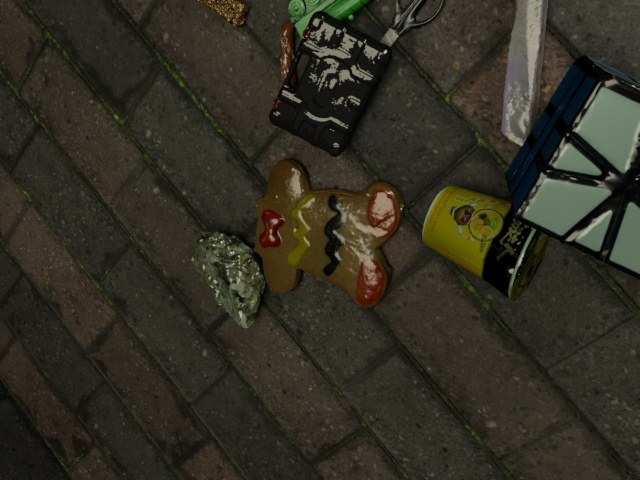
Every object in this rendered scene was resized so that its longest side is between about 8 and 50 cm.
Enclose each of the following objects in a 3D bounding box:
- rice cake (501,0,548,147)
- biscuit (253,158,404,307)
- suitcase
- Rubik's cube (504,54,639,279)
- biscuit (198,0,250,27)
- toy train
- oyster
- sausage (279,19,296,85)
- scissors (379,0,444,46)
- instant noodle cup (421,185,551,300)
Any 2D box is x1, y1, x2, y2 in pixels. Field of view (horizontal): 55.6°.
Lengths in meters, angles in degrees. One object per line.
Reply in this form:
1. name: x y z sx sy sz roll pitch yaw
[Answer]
1. rice cake: 0.419 -0.392 1.238 0.070 0.064 0.399 10 108 32
2. biscuit: 0.000 0.000 1.554 0.394 0.076 0.368 17 110 22
3. suitcase: 0.019 -0.358 1.410 0.206 0.066 0.286 27 120 -1
4. Rubik's cube: 0.533 -0.138 1.098 0.293 0.283 0.288 27 115 -1
5. biscuit: -0.267 -0.615 1.542 0.199 0.034 0.064 36 117 13
6. toy train: 0.038 -0.548 1.382 0.251 0.085 0.119 -25 97 32
7. oyster: -0.251 0.098 1.689 0.267 0.112 0.198 42 118 7
8. sausage: -0.079 -0.460 1.490 0.036 0.042 0.158 27 119 60
9. scissors: 0.160 -0.461 1.375 0.109 0.022 0.300 48 120 12
10. instant noodle cup: 0.357 -0.012 1.309 0.236 0.215 0.216 27 115 29
